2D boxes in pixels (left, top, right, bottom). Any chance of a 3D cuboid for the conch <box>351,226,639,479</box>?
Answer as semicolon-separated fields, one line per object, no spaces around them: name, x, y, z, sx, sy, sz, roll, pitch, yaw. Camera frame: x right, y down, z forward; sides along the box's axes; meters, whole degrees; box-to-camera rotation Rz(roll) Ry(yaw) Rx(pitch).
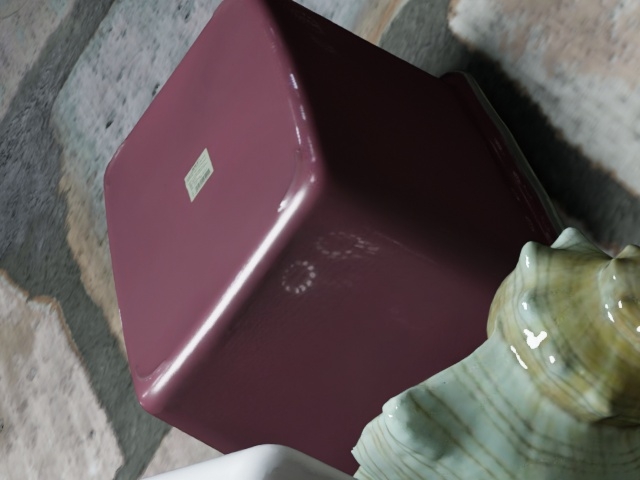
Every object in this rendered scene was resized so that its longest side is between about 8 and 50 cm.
conch;0.088;0.078;0.794;0.234;0.137;0.114;-46;66;20

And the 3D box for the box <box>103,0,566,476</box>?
box;0.000;0.000;1.004;0.193;0.167;0.294;-51;27;18

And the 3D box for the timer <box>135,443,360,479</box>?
timer;-0.022;0.214;0.787;0.195;0.192;0.194;-24;43;53
